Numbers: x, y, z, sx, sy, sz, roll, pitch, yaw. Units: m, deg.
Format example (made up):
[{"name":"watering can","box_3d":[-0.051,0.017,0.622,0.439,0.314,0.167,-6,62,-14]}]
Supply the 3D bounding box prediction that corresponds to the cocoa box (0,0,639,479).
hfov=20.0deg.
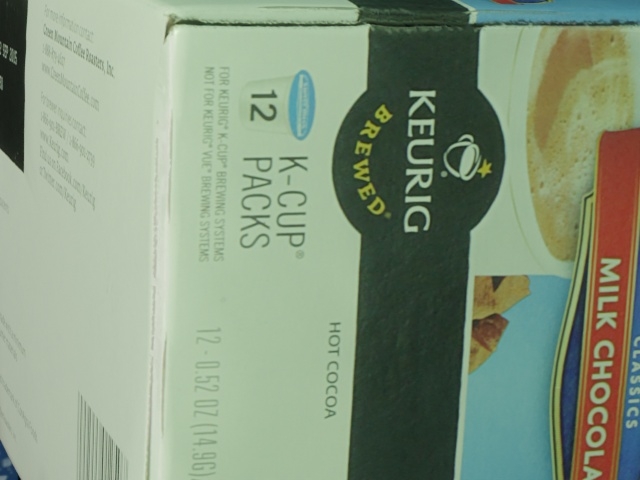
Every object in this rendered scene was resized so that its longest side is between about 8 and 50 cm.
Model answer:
[{"name":"cocoa box","box_3d":[0.000,0.000,0.725,0.347,0.228,0.231,-146,57,-66]}]
